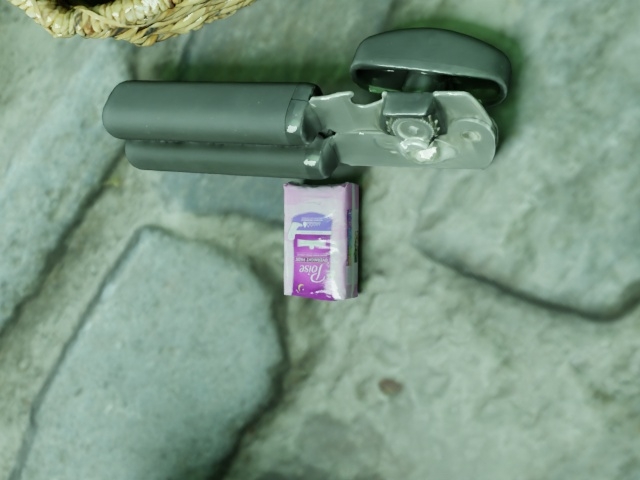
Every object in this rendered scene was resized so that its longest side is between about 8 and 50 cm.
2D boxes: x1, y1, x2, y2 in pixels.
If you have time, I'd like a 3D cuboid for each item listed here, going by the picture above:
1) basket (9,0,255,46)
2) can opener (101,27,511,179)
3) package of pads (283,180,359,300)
[{"bbox_3d":[-0.107,-0.268,0.682,0.299,0.223,0.213,-36,79,20],"label":"basket"},{"bbox_3d":[-0.010,-0.094,0.745,0.284,0.076,0.095,5,59,24],"label":"can opener"},{"bbox_3d":[0.000,0.000,0.753,0.050,0.032,0.083,2,94,25],"label":"package of pads"}]
